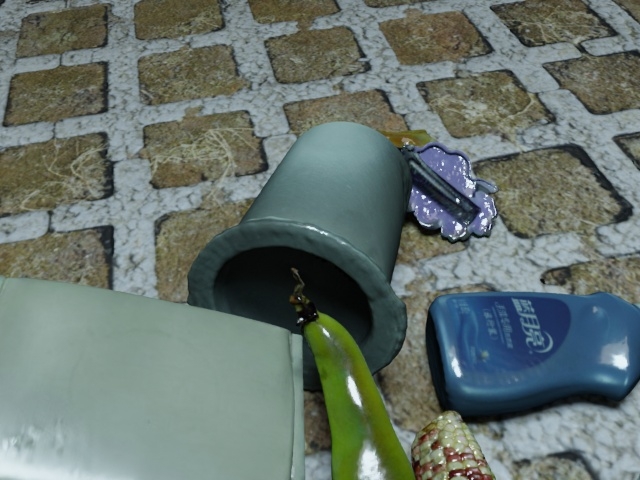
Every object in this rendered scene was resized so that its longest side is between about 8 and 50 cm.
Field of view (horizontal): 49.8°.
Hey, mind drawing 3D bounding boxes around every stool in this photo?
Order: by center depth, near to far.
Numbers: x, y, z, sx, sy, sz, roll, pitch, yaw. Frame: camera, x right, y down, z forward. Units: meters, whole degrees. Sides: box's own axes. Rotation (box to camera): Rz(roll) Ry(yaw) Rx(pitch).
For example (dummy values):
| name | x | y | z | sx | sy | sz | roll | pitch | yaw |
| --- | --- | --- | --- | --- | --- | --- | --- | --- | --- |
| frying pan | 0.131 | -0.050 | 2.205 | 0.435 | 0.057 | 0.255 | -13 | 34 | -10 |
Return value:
| name | x | y | z | sx | sy | sz | roll | pitch | yaw |
| --- | --- | --- | --- | --- | --- | --- | --- | --- | --- |
| stool | -0.168 | 0.189 | 0.559 | 0.243 | 0.270 | 0.170 | 14 | 43 | -16 |

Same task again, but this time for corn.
| name | x | y | z | sx | sy | sz | roll | pitch | yaw |
| --- | --- | --- | --- | --- | --- | --- | --- | --- | --- |
| corn | 0.142 | 0.272 | 0.636 | 0.086 | 0.086 | 0.253 | -10 | 44 | -7 |

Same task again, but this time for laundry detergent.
| name | x | y | z | sx | sy | sz | roll | pitch | yaw |
| --- | --- | --- | --- | --- | --- | --- | --- | --- | --- |
| laundry detergent | 0.270 | 0.117 | 0.781 | 0.289 | 0.094 | 0.143 | -6 | 41 | -3 |

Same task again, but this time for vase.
| name | x | y | z | sx | sy | sz | roll | pitch | yaw |
| --- | --- | --- | --- | --- | --- | --- | --- | --- | --- |
| vase | 0.000 | 0.000 | 0.843 | 0.244 | 0.245 | 0.291 | 8 | 37 | 11 |

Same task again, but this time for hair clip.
| name | x | y | z | sx | sy | sz | roll | pitch | yaw |
| --- | --- | --- | --- | --- | --- | --- | --- | --- | --- |
| hair clip | 0.169 | -0.077 | 0.965 | 0.195 | 0.052 | 0.124 | 35 | 84 | -3 |

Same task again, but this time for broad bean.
| name | x | y | z | sx | sy | sz | roll | pitch | yaw |
| --- | --- | --- | --- | --- | --- | --- | --- | --- | --- |
| broad bean | 0.033 | 0.185 | 0.678 | 0.075 | 0.067 | 0.325 | -5 | 68 | -42 |

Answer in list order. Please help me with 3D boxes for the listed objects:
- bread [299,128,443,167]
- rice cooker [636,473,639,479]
| name | x | y | z | sx | sy | sz | roll | pitch | yaw |
| --- | --- | --- | --- | --- | --- | --- | --- | --- | --- |
| bread | 0.078 | -0.123 | 1.046 | 0.231 | 0.088 | 0.128 | 4 | 50 | 9 |
| rice cooker | 0.336 | 0.267 | 0.528 | 0.225 | 0.244 | 0.226 | 11 | 19 | -4 |
